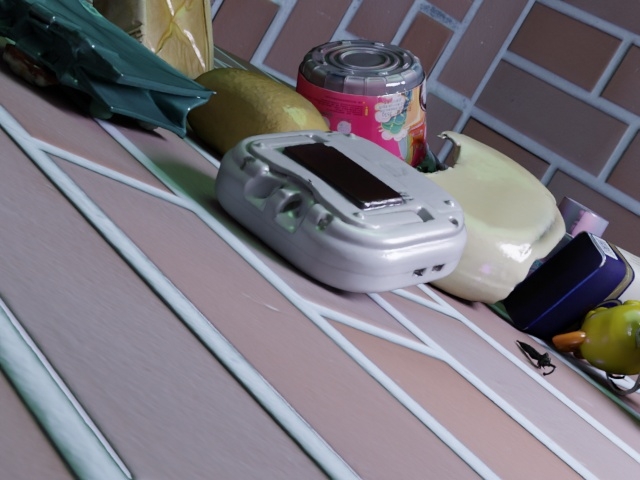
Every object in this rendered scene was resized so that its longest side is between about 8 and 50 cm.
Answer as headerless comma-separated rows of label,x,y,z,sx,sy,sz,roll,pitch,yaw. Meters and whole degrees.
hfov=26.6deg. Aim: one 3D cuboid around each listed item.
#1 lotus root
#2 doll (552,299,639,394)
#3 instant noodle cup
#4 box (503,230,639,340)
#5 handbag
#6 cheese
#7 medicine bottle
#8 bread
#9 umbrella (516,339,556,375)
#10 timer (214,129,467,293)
lotus root,-0.077,-0.157,1.889,0.303,0.131,0.146,36,11,32
doll,0.428,0.149,1.856,0.220,0.135,0.143,-6,-18,44
instant noodle cup,0.057,-0.188,2.007,0.302,0.182,0.258,6,29,5
box,0.399,0.085,1.965,0.259,0.168,0.071,19,35,-48
handbag,-0.297,-0.224,1.678,0.268,0.100,0.274,36,10,14
cheese,0.214,-0.030,1.897,0.233,0.127,0.266,38,37,13
medicine bottle,0.361,0.033,2.080,0.119,0.188,0.094,34,9,26
bread,-0.250,-0.315,2.021,0.109,0.210,0.192,-14,-16,30
umbrella,0.273,0.143,1.706,0.022,0.022,0.149,55,3,-14
timer,0.027,-0.041,1.512,0.237,0.087,0.262,-9,37,-46
